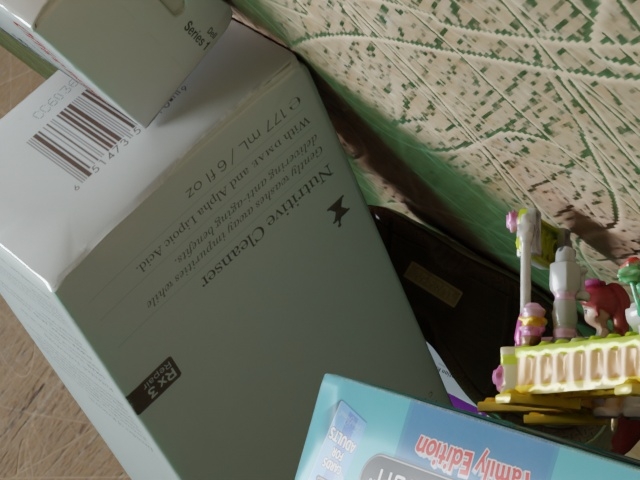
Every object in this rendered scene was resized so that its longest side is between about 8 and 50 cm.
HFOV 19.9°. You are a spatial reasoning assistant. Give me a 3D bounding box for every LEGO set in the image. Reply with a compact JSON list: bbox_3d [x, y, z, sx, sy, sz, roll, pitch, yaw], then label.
[{"bbox_3d":[0.146,0.032,0.904,0.132,0.107,0.287,2,170,1],"label":"LEGO set"}]

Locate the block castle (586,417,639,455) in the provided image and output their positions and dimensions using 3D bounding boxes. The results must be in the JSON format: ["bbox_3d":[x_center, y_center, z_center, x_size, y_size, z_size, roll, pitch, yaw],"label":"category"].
[{"bbox_3d":[0.281,0.341,1.434,0.453,0.303,0.213,41,-148,6],"label":"block castle"}]

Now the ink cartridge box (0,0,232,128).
[{"bbox_3d":[-0.178,-0.176,1.054,0.219,0.092,0.160,35,177,25],"label":"ink cartridge box"}]

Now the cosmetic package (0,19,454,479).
[{"bbox_3d":[-0.071,0.046,1.237,0.156,0.217,0.385,34,161,40],"label":"cosmetic package"}]

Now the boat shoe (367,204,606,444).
[{"bbox_3d":[0.125,0.059,1.368,0.257,0.095,0.095,42,-169,25],"label":"boat shoe"}]

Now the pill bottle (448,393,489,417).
[{"bbox_3d":[0.153,0.183,1.833,0.181,0.181,0.323,39,177,-41],"label":"pill bottle"}]

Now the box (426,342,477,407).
[{"bbox_3d":[0.123,0.098,1.642,0.145,0.038,0.186,26,-168,12],"label":"box"}]

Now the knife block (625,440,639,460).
[{"bbox_3d":[0.345,0.242,1.538,0.275,0.088,0.242,38,175,-24],"label":"knife block"}]

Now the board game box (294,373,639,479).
[{"bbox_3d":[0.192,0.163,0.948,0.336,0.079,0.253,18,176,-35],"label":"board game box"}]
